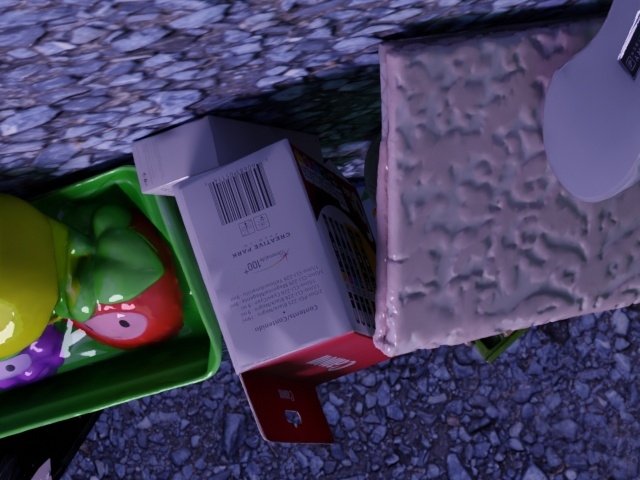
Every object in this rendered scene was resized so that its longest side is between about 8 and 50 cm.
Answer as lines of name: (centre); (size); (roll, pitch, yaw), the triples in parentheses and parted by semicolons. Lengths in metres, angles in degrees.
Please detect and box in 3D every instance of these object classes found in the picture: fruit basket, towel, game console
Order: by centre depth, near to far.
towel: (0.201, -0.061, 1.624); (0.332, 0.317, 0.053); (-10, -159, -24)
fruit basket: (-0.313, 0.065, 1.758); (0.392, 0.283, 0.392); (-20, -173, 3)
game console: (-0.316, 0.139, 2.012); (0.213, 0.361, 0.044); (7, 145, 40)

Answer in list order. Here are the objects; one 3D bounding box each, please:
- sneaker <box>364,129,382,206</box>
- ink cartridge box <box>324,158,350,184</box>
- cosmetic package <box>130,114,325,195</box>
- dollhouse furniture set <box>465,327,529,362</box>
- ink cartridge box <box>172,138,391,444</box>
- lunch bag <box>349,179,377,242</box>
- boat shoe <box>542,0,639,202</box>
sneaker: (0.204, -0.108, 1.832); (0.148, 0.131, 0.350); (-10, 174, -45)
ink cartridge box: (-0.058, -0.009, 1.961); (0.207, 0.046, 0.097); (-48, -167, -35)
cosmetic package: (-0.091, -0.081, 1.744); (0.099, 0.060, 0.239); (-20, 170, 26)
dollhouse furniture set: (0.282, 0.010, 2.229); (0.301, 0.151, 0.197); (-43, 168, 5)
ink cartridge box: (-0.009, 0.065, 1.710); (0.130, 0.271, 0.309); (-21, 169, 11)
lunch bag: (0.000, 0.000, 2.226); (0.303, 0.115, 0.243); (-5, 169, -40)
boat shoe: (0.321, -0.176, 1.468); (0.156, 0.136, 0.367); (-20, 150, -25)
